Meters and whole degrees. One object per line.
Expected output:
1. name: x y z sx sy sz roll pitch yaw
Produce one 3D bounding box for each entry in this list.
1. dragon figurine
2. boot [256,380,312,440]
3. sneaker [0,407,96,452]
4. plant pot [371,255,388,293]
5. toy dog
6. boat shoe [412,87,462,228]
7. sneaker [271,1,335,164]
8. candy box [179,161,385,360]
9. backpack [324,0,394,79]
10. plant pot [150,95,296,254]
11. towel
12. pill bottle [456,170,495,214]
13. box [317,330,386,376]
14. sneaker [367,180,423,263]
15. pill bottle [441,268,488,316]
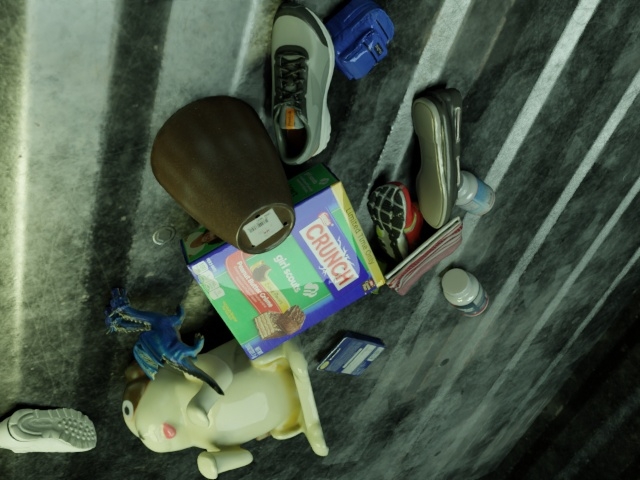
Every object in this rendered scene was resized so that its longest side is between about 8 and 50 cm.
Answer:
1. dragon figurine: -0.311 0.212 1.297 0.144 0.289 0.085 -21 161 -38
2. boot: -0.116 0.443 1.886 0.207 0.090 0.248 -34 145 -27
3. sneaker: -0.592 0.420 1.440 0.095 0.090 0.235 -35 143 18
4. plant pot: 0.130 0.080 1.687 0.083 0.083 0.079 20 103 -50
5. toy dog: -0.229 0.323 1.462 0.408 0.395 0.285 -14 122 -7
6. boat shoe: 0.272 -0.174 1.462 0.095 0.112 0.335 -26 130 -18
7. sneaker: -0.035 -0.249 1.096 0.108 0.100 0.271 -57 149 -53
8. candy box: -0.066 0.042 1.292 0.317 0.122 0.268 -30 124 -5
9. backpack: 0.069 -0.345 1.139 0.120 0.101 0.098 -46 151 4
10. plant pot: -0.143 -0.090 1.123 0.215 0.230 0.215 -23 142 -19
11. towel: 0.271 0.046 1.695 0.237 0.037 0.329 -41 167 4
12. pill bottle: 0.360 -0.121 1.643 0.087 0.087 0.160 -50 143 16
13. box: 0.087 0.333 1.953 0.136 0.036 0.225 -49 144 14
14. sneaker: 0.190 -0.061 1.579 0.118 0.107 0.279 -45 152 -18
15. pill bottle: 0.427 0.151 1.985 0.108 0.108 0.180 -42 143 6
